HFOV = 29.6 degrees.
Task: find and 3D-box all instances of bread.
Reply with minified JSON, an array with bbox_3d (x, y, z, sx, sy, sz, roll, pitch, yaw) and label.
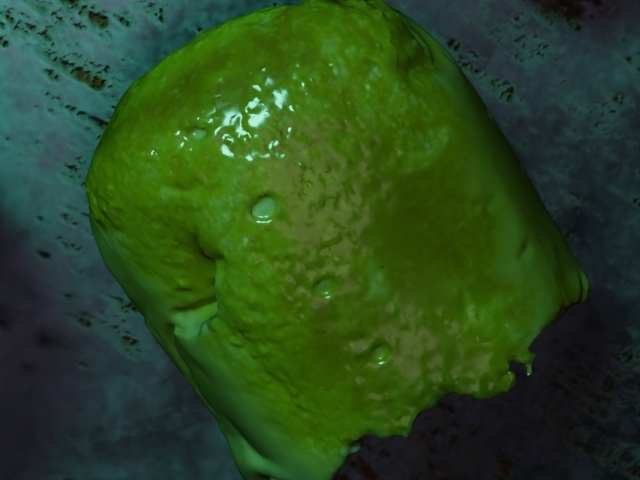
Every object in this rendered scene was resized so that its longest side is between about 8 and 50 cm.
[{"bbox_3d":[0.000,0.000,1.005,0.361,0.250,0.394,-33,111,2],"label":"bread"}]
